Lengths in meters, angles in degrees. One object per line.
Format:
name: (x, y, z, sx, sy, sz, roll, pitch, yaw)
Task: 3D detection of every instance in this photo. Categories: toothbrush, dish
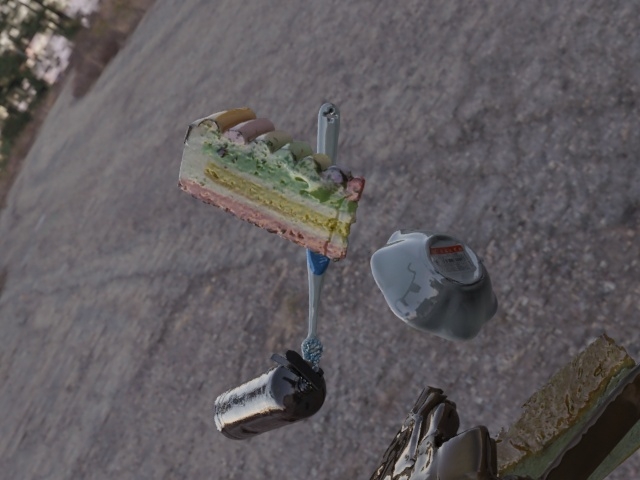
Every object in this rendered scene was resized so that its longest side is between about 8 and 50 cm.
toothbrush: (-0.001, 0.000, 1.290, 0.040, 0.040, 0.385, 168, 108, -68)
dish: (0.198, 0.049, 1.493, 0.229, 0.230, 0.081, -77, 13, -46)

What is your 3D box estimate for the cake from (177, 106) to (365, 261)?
cake: (-0.049, -0.074, 1.108, 0.090, 0.225, 0.109, -47, -21, -61)

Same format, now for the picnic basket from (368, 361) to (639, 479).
picnic basket: (0.172, 0.207, 0.618, 0.321, 0.291, 0.254, -48, -1, -1)

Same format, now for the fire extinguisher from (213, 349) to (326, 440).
fire extinguisher: (-0.061, 0.183, 1.114, 0.072, 0.089, 0.268, -56, 10, -29)

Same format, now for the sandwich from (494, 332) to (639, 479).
sandwich: (0.354, 0.281, 1.312, 0.251, 0.226, 0.087, -40, 47, -6)
